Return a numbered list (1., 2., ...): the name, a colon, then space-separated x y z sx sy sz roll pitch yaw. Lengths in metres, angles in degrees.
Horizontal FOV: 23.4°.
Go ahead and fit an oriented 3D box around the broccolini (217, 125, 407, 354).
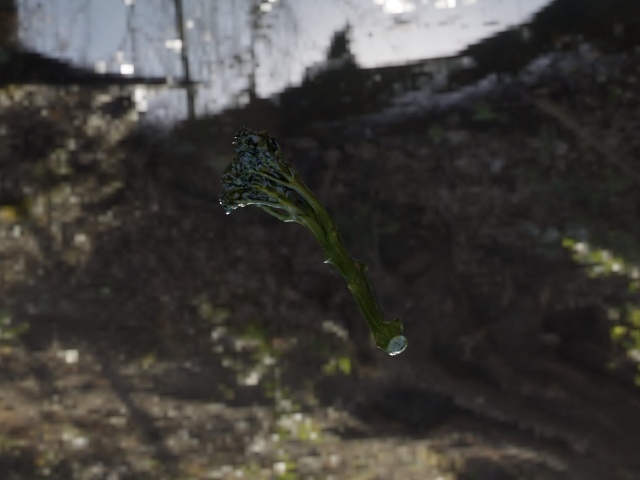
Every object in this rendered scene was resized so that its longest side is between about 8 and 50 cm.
1. broccolini: 0.004 0.000 0.931 0.052 0.194 0.054 8 121 -49
